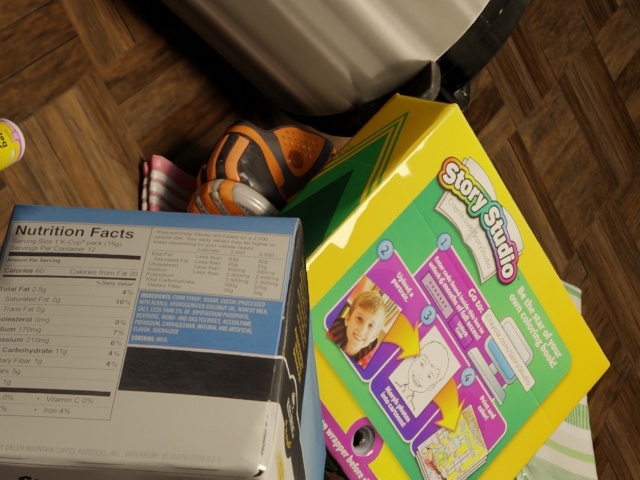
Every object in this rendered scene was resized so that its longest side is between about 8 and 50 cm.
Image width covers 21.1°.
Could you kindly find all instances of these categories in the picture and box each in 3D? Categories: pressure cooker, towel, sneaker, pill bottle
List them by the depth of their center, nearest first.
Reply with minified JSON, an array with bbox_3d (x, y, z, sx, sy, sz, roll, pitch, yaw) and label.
[{"bbox_3d":[-0.299,-0.076,1.503,0.083,0.043,0.043,-40,107,-56],"label":"pill bottle"},{"bbox_3d":[-0.123,0.023,1.726,0.144,0.029,0.197,25,54,-48],"label":"towel"},{"bbox_3d":[-0.004,0.000,1.779,0.321,0.124,0.180,56,36,-33],"label":"sneaker"},{"bbox_3d":[0.023,-0.321,1.822,0.420,0.375,0.370,42,73,-37],"label":"pressure cooker"},{"bbox_3d":[0.294,0.184,2.253,0.248,0.038,0.325,26,53,-49],"label":"towel"}]

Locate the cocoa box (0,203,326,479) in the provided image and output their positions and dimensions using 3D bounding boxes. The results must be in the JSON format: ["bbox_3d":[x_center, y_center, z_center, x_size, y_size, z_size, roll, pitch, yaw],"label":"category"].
[{"bbox_3d":[-0.124,0.165,1.334,0.347,0.231,0.228,85,10,-52],"label":"cocoa box"}]

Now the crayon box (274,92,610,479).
[{"bbox_3d":[0.088,0.095,1.680,0.313,0.106,0.363,-46,122,-22],"label":"crayon box"}]

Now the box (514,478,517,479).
[{"bbox_3d":[0.211,0.353,2.037,0.105,0.043,0.179,55,38,-22],"label":"box"}]
